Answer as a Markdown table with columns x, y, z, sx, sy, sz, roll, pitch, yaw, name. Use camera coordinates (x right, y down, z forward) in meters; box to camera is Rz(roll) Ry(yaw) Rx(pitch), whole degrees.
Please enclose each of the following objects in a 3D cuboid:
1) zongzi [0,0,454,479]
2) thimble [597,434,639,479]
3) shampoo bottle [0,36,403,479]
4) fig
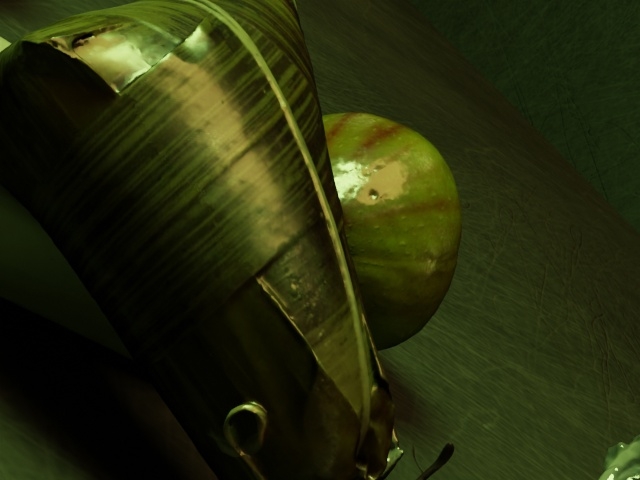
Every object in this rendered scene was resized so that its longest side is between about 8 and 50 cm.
| x | y | z | sx | sy | sz | roll | pitch | yaw | name |
| --- | --- | --- | --- | --- | --- | --- | --- | --- | --- |
| -0.012 | -0.012 | 0.795 | 0.247 | 0.111 | 0.241 | 56 | 39 | 0 | zongzi |
| 0.266 | 0.175 | 1.043 | 0.157 | 0.217 | 0.245 | 44 | -4 | -5 | thimble |
| -0.073 | 0.020 | 0.869 | 0.284 | 0.071 | 0.153 | 34 | 24 | -26 | shampoo bottle |
| 0.006 | -0.013 | 1.045 | 0.148 | 0.142 | 0.186 | 17 | -7 | 15 | fig |
